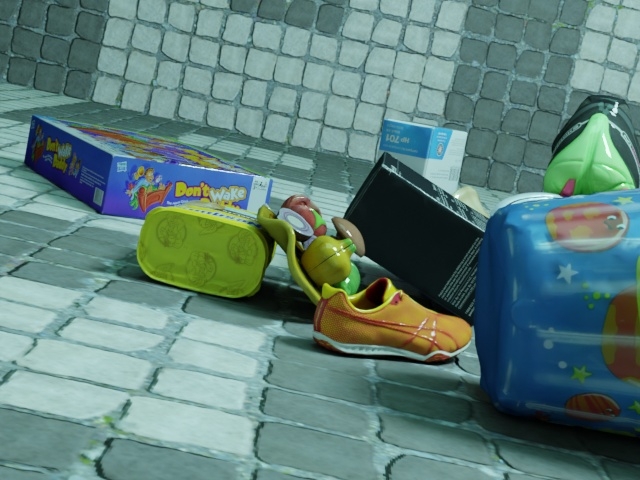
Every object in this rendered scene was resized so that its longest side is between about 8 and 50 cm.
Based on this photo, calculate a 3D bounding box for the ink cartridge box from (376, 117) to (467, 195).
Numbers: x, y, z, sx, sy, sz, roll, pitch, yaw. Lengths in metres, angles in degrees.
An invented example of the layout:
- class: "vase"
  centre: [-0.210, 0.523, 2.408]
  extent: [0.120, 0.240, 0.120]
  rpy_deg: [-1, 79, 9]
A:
- class: "ink cartridge box"
  centre: [0.132, -0.068, 1.609]
  extent: [0.082, 0.191, 0.139]
  rpy_deg: [15, 8, 25]

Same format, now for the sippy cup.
- class: "sippy cup"
  centre: [0.243, 0.057, 0.918]
  extent: [0.224, 0.305, 0.240]
  rpy_deg: [2, 53, -1]

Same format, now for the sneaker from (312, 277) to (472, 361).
- class: "sneaker"
  centre: [0.073, 0.070, 1.032]
  extent: [0.175, 0.067, 0.064]
  rpy_deg: [8, 8, -38]

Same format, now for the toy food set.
- class: "toy food set"
  centre: [0.000, 0.000, 1.166]
  extent: [0.128, 0.071, 0.218]
  rpy_deg: [52, 4, -9]

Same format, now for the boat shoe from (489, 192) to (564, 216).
- class: "boat shoe"
  centre: [0.387, 0.008, 1.626]
  extent: [0.301, 0.108, 0.102]
  rpy_deg: [18, 4, -7]

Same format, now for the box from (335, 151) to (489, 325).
- class: "box"
  centre: [0.124, -0.011, 1.360]
  extent: [0.184, 0.103, 0.261]
  rpy_deg: [35, 8, -1]

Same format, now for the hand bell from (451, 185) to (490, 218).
- class: "hand bell"
  centre: [0.266, 0.036, 1.509]
  extent: [0.242, 0.126, 0.126]
  rpy_deg: [31, 16, 28]

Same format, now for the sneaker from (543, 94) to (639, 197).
- class: "sneaker"
  centre: [0.455, -0.079, 1.858]
  extent: [0.185, 0.202, 0.483]
  rpy_deg: [14, -16, 12]

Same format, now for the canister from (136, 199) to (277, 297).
- class: "canister"
  centre: [-0.110, 0.004, 1.187]
  extent: [0.126, 0.073, 0.170]
  rpy_deg: [13, 7, 2]

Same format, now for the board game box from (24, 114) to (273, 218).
- class: "board game box"
  centre: [-0.253, -0.098, 1.631]
  extent: [0.233, 0.078, 0.347]
  rpy_deg: [7, 10, -32]
